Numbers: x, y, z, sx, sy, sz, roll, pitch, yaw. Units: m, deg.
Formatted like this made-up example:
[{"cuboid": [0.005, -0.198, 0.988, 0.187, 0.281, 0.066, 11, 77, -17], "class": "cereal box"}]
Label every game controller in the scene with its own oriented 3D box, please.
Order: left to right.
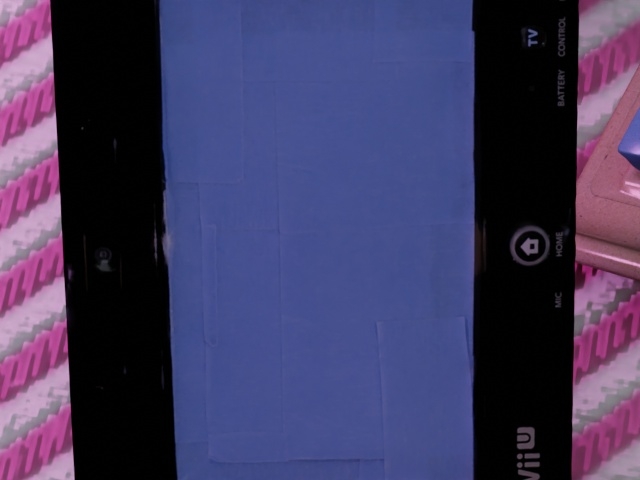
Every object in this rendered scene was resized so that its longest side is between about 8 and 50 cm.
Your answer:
[{"cuboid": [0.000, 0.000, 0.634, 0.166, 0.067, 0.319, 1, 105, 6], "class": "game controller"}]

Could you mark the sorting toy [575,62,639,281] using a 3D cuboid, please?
[{"cuboid": [0.223, -0.064, 0.619, 0.307, 0.041, 0.229, 18, 72, 51], "class": "sorting toy"}]
